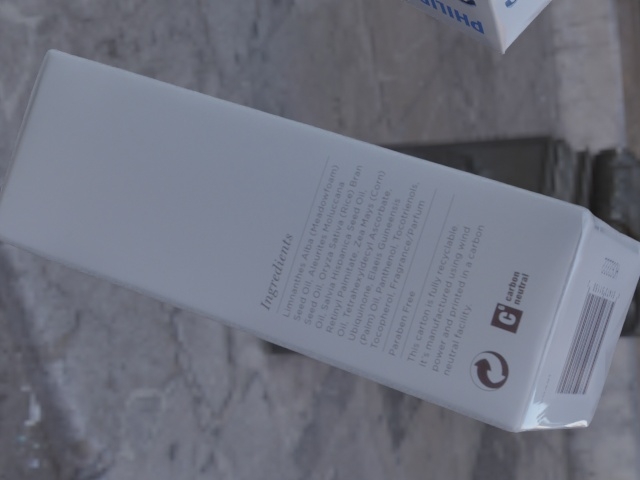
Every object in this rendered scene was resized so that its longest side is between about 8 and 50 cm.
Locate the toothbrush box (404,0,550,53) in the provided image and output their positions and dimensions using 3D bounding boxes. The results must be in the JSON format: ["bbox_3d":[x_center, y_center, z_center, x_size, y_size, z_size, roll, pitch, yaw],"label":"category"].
[{"bbox_3d":[0.027,-0.267,0.728,0.126,0.216,0.295,-47,148,-13],"label":"toothbrush box"}]

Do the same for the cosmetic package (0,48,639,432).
[{"bbox_3d":[0.000,0.000,1.119,0.230,0.453,0.161,16,92,-67],"label":"cosmetic package"}]
